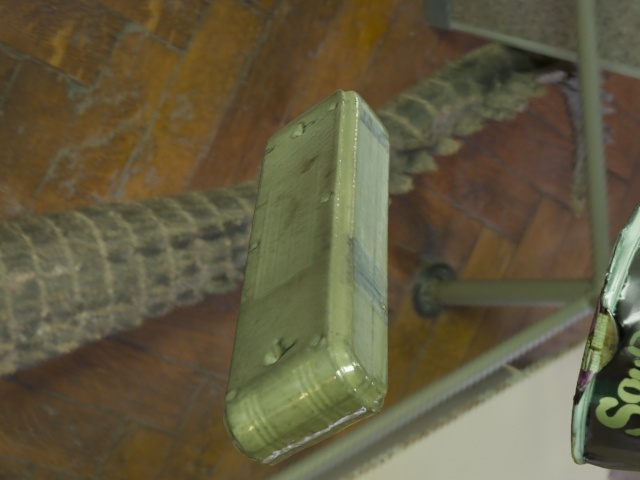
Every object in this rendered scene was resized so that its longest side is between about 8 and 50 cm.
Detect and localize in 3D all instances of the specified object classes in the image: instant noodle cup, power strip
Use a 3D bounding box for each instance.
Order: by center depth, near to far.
[{"bbox_3d":[0.000,0.000,0.849,0.092,0.387,0.066,-31,116,20],"label":"power strip"},{"bbox_3d":[0.313,0.089,0.895,0.215,0.236,0.215,-47,145,-48],"label":"instant noodle cup"}]
